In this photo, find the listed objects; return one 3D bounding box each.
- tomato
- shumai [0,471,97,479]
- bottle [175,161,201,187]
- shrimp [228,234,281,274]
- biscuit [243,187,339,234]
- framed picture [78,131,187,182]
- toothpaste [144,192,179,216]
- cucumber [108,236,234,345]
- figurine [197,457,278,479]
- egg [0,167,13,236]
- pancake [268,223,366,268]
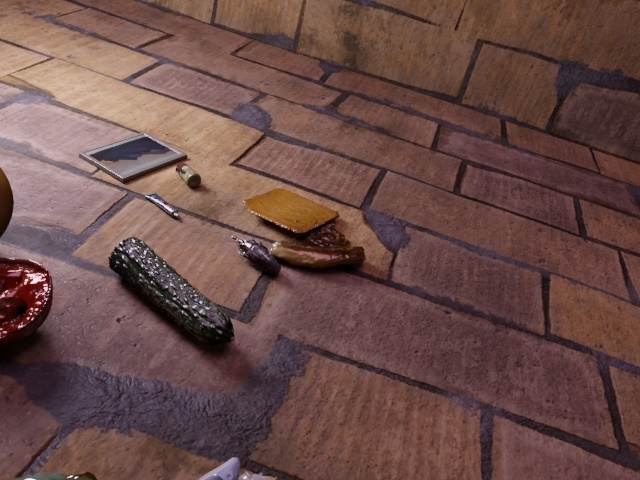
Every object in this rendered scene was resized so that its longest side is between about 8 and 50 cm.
[{"bbox_3d":[-0.632,0.134,1.130,0.228,0.101,0.228,6,41,-5],"label":"tomato"},{"bbox_3d":[-0.387,0.416,0.678,0.324,0.397,0.323,54,15,18],"label":"shumai"},{"bbox_3d":[-0.397,-0.201,1.758,0.047,0.063,0.101,-34,50,-15],"label":"bottle"},{"bbox_3d":[-0.168,0.031,1.500,0.165,0.065,0.056,36,73,24],"label":"shrimp"},{"bbox_3d":[-0.090,-0.090,1.724,0.237,0.013,0.232,24,28,24],"label":"biscuit"},{"bbox_3d":[-0.568,-0.260,1.801,0.192,0.018,0.265,28,35,19],"label":"framed picture"},{"bbox_3d":[-0.432,-0.098,1.619,0.140,0.021,0.037,34,33,30],"label":"toothpaste"},{"bbox_3d":[-0.315,0.121,1.288,0.359,0.096,0.096,35,38,22],"label":"cucumber"},{"bbox_3d":[-0.127,0.429,0.891,0.184,0.128,0.208,6,43,-20],"label":"figurine"},{"bbox_3d":[-0.818,-0.088,1.203,0.351,0.282,0.282,10,34,-10],"label":"egg"},{"bbox_3d":[0.000,0.000,1.623,0.266,0.057,0.244,12,32,-3],"label":"pancake"}]
